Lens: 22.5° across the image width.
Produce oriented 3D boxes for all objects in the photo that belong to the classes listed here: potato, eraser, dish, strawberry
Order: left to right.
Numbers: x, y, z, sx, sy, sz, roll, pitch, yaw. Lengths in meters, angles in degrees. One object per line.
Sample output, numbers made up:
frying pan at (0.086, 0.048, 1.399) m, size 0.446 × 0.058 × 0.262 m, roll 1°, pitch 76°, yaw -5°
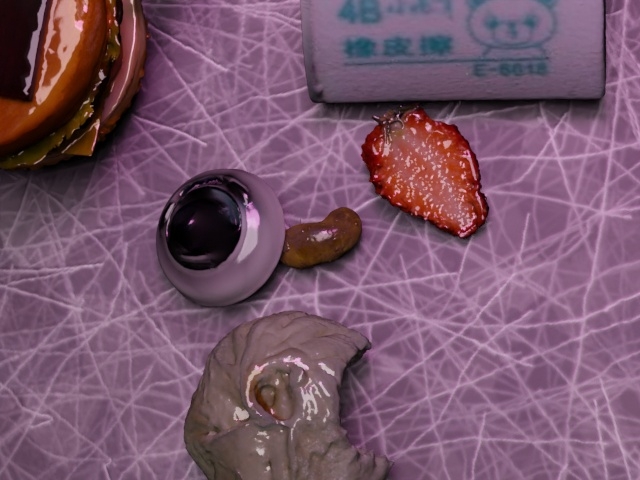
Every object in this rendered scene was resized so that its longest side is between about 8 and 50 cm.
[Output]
dish at (-0.113, -0.011, 1.564) m, size 0.141 × 0.078 × 0.141 m, roll -7°, pitch 74°, yaw 24°
potato at (0.000, 0.000, 1.577) m, size 0.092 × 0.045 × 0.046 m, roll -21°, pitch 34°, yaw 3°
strawberry at (0.102, -0.066, 1.576) m, size 0.104 × 0.048 × 0.152 m, roll -35°, pitch 90°, yaw -6°
eraser at (0.128, -0.225, 1.544) m, size 0.290 × 0.104 × 0.189 m, roll 0°, pitch 119°, yaw 10°

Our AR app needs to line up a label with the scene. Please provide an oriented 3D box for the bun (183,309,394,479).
bun at (-0.027, 0.166, 1.505) m, size 0.204 × 0.126 × 0.212 m, roll -41°, pitch 75°, yaw 1°

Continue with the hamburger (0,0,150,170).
hamburger at (-0.306, -0.203, 1.582) m, size 0.291 × 0.225 × 0.291 m, roll -1°, pitch 84°, yaw 13°
